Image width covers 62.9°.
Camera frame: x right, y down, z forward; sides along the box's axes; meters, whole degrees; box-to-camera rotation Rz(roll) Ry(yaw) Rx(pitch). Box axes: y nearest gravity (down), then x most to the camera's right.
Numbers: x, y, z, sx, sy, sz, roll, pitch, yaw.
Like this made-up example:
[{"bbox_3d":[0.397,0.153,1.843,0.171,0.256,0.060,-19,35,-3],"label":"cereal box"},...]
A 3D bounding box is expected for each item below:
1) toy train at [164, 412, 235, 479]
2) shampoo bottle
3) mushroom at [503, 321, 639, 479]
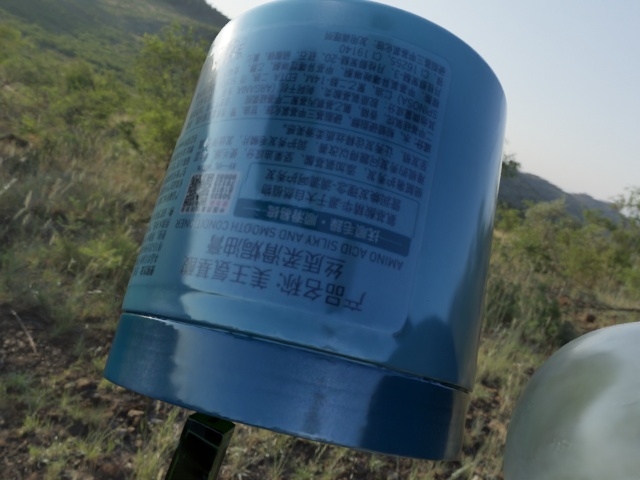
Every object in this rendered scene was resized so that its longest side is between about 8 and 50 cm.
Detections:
[{"bbox_3d":[-0.144,0.281,0.532,0.044,0.209,0.042,20,0,14],"label":"toy train"},{"bbox_3d":[0.000,0.000,0.527,0.330,0.343,0.331,12,-14,3],"label":"shampoo bottle"},{"bbox_3d":[0.295,0.178,0.301,0.335,0.315,0.314,-24,-2,24],"label":"mushroom"}]
